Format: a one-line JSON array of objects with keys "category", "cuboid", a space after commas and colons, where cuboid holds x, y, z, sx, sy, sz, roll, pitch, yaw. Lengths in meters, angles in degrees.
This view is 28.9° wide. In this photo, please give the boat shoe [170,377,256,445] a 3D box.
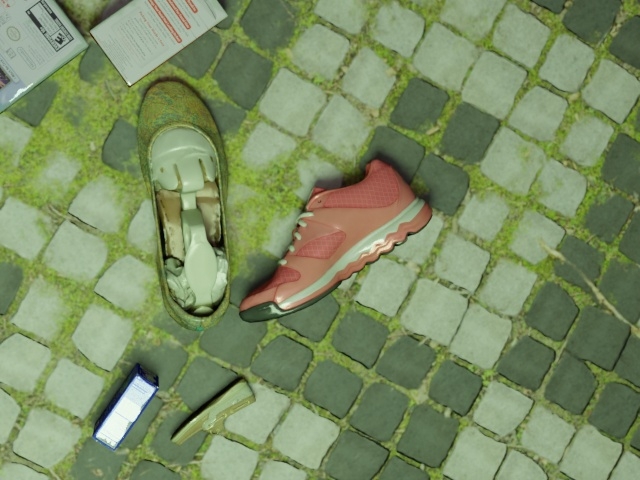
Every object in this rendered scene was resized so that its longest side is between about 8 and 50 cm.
[{"category": "boat shoe", "cuboid": [-0.150, 0.252, 1.759, 0.135, 0.050, 0.045, -38, 95, -6]}]

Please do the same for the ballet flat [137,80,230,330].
[{"category": "ballet flat", "cuboid": [-0.178, -0.045, 1.694, 0.123, 0.123, 0.349, -6, 96, -10]}]

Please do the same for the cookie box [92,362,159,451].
[{"category": "cookie box", "cuboid": [-0.268, 0.230, 1.714, 0.040, 0.092, 0.107, 35, 89, -9]}]

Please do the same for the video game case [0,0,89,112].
[{"category": "video game case", "cuboid": [-0.486, -0.291, 1.638, 0.244, 0.061, 0.269, -38, 101, -7]}]

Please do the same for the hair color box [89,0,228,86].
[{"category": "hair color box", "cuboid": [-0.221, -0.294, 1.694, 0.167, 0.053, 0.093, -36, 99, -5]}]

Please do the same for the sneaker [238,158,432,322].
[{"category": "sneaker", "cuboid": [0.000, 0.000, 1.750, 0.313, 0.116, 0.136, -34, 90, -13]}]
